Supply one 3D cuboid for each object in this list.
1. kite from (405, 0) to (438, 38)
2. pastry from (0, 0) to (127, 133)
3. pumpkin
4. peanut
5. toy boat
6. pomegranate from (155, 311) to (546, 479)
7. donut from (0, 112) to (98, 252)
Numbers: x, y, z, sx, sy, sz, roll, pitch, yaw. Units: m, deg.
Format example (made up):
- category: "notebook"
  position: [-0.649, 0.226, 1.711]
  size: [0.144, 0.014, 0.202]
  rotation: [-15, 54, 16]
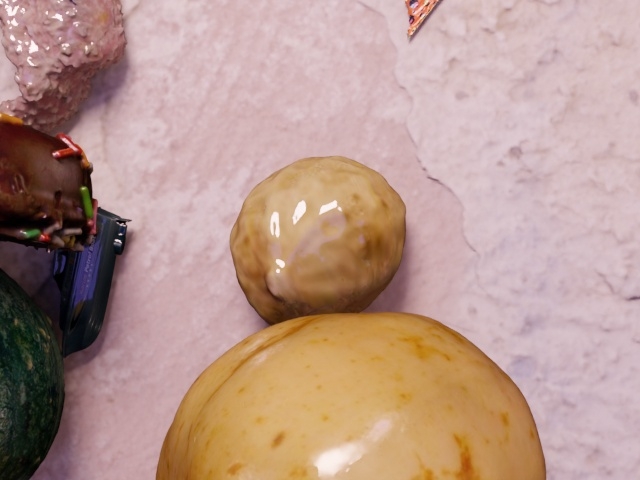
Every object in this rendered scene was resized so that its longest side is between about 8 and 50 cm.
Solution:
- category: "kite"
  position: [0.119, -0.296, 0.983]
  size: [0.125, 0.008, 0.222]
  rotation: [-9, 92, 7]
- category: "pastry"
  position: [-0.236, -0.226, 0.983]
  size: [0.112, 0.103, 0.265]
  rotation: [1, 100, 24]
- category: "pumpkin"
  position: [-0.357, 0.122, 0.917]
  size: [0.293, 0.197, 0.263]
  rotation: [-5, 89, -20]
- category: "peanut"
  position: [0.000, 0.000, 0.965]
  size: [0.159, 0.109, 0.140]
  rotation: [-26, 103, -2]
- category: "toy boat"
  position: [-0.216, 0.040, 1.018]
  size: [0.060, 0.055, 0.141]
  rotation: [13, 94, -1]
- category: "pomegranate"
  position: [0.002, 0.214, 0.867]
  size: [0.343, 0.342, 0.342]
  rotation: [0, 93, 7]
- category: "donut"
  position: [-0.306, -0.055, 0.899]
  size: [0.270, 0.270, 0.103]
  rotation: [9, 85, 7]
